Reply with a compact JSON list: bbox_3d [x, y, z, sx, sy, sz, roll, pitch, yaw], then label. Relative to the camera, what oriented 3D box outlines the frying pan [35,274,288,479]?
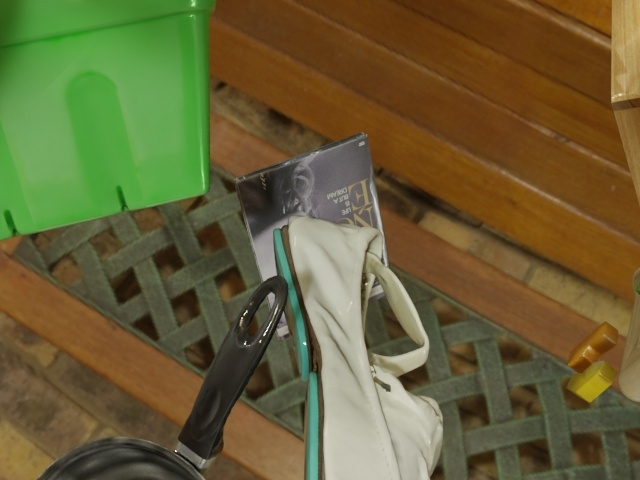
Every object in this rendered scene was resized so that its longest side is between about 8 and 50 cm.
[{"bbox_3d":[-0.131,0.179,0.558,0.197,0.326,0.053,6,170,20],"label":"frying pan"}]

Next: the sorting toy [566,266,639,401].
[{"bbox_3d":[0.337,0.056,0.746,0.041,0.229,0.307,38,123,3],"label":"sorting toy"}]

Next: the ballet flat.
[{"bbox_3d":[0.036,0.122,0.648,0.139,0.400,0.139,-5,135,-5],"label":"ballet flat"}]

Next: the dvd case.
[{"bbox_3d":[0.000,0.000,0.907,0.018,0.164,0.221,42,150,55],"label":"dvd case"}]

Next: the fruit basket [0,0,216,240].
[{"bbox_3d":[-0.266,-0.183,0.569,0.392,0.392,0.283,45,179,-15],"label":"fruit basket"}]

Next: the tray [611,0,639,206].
[{"bbox_3d":[0.407,-0.260,0.923,0.076,0.411,0.203,-5,145,30],"label":"tray"}]
